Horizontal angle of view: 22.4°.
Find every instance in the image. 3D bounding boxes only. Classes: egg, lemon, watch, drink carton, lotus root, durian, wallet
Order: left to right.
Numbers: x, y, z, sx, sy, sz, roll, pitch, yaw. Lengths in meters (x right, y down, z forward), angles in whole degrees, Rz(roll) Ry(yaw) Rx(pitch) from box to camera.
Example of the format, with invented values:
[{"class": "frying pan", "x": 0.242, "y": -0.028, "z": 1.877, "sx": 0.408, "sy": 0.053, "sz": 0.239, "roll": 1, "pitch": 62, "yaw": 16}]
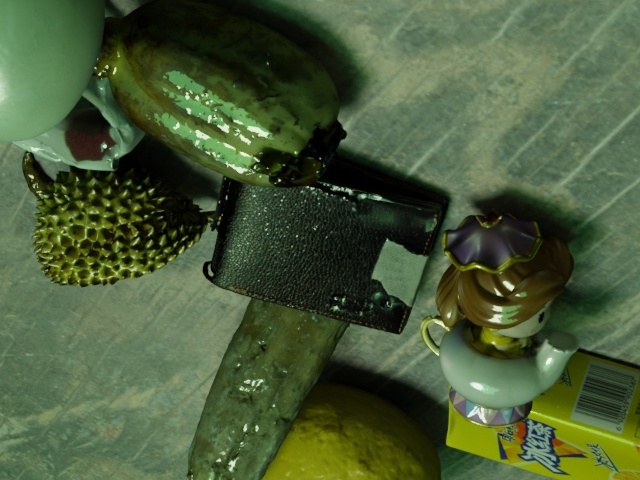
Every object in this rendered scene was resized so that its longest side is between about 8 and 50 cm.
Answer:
[{"class": "egg", "x": -0.318, "y": -0.238, "z": 1.618, "sx": 0.203, "sy": 0.203, "sz": 0.283, "roll": 6, "pitch": 110, "yaw": 25}, {"class": "watch", "x": -0.323, "y": -0.187, "z": 1.866, "sx": 0.253, "sy": 0.162, "sz": 0.241, "roll": 12, "pitch": 156, "yaw": 23}, {"class": "durian", "x": -0.238, "y": -0.040, "z": 1.975, "sx": 0.237, "sy": 0.193, "sz": 0.138, "roll": -12, "pitch": 109, "yaw": -13}, {"class": "lotus root", "x": -0.118, "y": -0.167, "z": 1.740, "sx": 0.309, "sy": 0.173, "sz": 0.173, "roll": 29, "pitch": 145, "yaw": -1}, {"class": "wallet", "x": 0.000, "y": 0.000, "z": 1.915, "sx": 0.262, "sy": 0.071, "sz": 0.221, "roll": 17, "pitch": 129, "yaw": 0}, {"class": "lemon", "x": 0.024, "y": 0.320, "z": 2.201, "sx": 0.284, "sy": 0.260, "sz": 0.260, "roll": 11, "pitch": 145, "yaw": -4}, {"class": "drink carton", "x": 0.336, "y": 0.229, "z": 2.004, "sx": 0.351, "sy": 0.111, "sz": 0.154, "roll": 15, "pitch": 144, "yaw": 14}]

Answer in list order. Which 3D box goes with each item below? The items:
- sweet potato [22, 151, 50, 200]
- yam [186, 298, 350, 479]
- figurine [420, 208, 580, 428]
[{"class": "sweet potato", "x": -0.347, "y": -0.054, "z": 2.129, "sx": 0.041, "sy": 0.038, "sz": 0.153, "roll": -31, "pitch": 111, "yaw": 26}, {"class": "yam", "x": -0.072, "y": 0.191, "z": 2.074, "sx": 0.133, "sy": 0.330, "sz": 0.133, "roll": 25, "pitch": -179, "yaw": 0}, {"class": "figurine", "x": 0.206, "y": 0.084, "z": 1.846, "sx": 0.189, "sy": 0.142, "sz": 0.263, "roll": 12, "pitch": 127, "yaw": 14}]
